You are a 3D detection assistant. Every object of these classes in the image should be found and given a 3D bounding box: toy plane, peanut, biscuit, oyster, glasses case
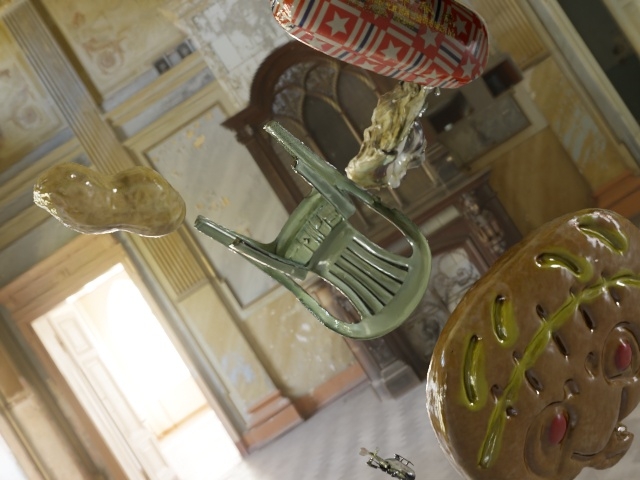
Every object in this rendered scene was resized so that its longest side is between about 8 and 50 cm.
[{"bbox_3d":[0.122,0.395,1.192,0.031,0.120,0.049,-65,-14,15],"label":"toy plane"},{"bbox_3d":[-0.246,-0.050,0.819,0.192,0.089,0.089,1,-26,-43],"label":"peanut"},{"bbox_3d":[0.310,0.155,0.845,0.394,0.350,0.070,-45,22,-19],"label":"biscuit"},{"bbox_3d":[0.163,-0.230,1.367,0.351,0.114,0.238,-53,-17,-26],"label":"oyster"},{"bbox_3d":[0.054,-0.171,0.532,0.194,0.073,0.049,10,-12,-26],"label":"glasses case"}]

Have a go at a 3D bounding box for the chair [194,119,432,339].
[{"bbox_3d":[0.000,0.000,0.968,0.203,0.274,0.190,-54,32,4],"label":"chair"}]
